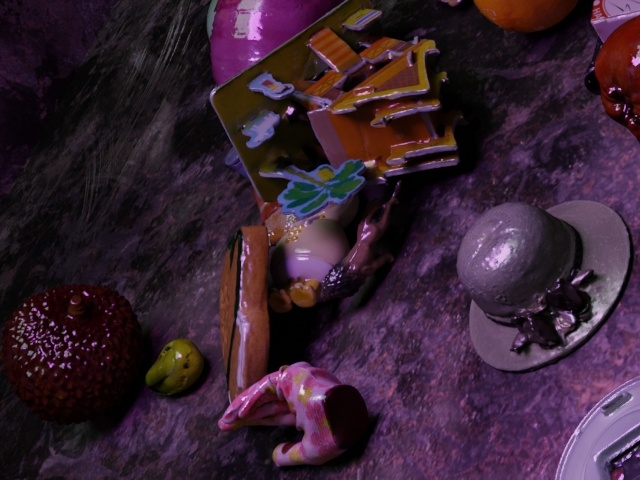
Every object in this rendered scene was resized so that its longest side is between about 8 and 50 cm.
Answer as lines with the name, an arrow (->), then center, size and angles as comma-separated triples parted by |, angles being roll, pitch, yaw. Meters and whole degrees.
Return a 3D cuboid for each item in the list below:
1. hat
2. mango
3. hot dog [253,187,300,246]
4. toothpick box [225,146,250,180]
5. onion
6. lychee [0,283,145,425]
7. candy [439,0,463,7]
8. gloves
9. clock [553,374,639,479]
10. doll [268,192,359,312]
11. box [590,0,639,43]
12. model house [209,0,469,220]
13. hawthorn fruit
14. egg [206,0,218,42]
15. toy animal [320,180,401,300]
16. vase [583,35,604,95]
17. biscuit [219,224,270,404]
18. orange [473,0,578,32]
hat -> 0.249, 0.028, 1.475 | 0.257, 0.130, 0.257 | -37, 34, 31
mango -> -0.260, 0.229, 2.083 | 0.165, 0.074, 0.091 | -33, 40, 56
hot dog -> -0.058, -0.078, 2.075 | 0.123, 0.093, 0.261 | -50, 44, 43
toothpick box -> -0.140, -0.148, 2.280 | 0.052, 0.083, 0.052 | -37, 34, 30
onion -> -0.029, -0.348, 2.060 | 0.345, 0.358, 0.358 | 7, 66, 53
lychee -> -0.465, 0.215, 2.210 | 0.275, 0.276, 0.304 | -89, 12, -46
candy -> 0.271, -0.543, 2.075 | 0.271, 0.101, 0.143 | -61, 34, 2
gloves -> -0.041, 0.249, 1.682 | 0.241, 0.145, 0.126 | 2, 52, 52
clock -> 0.337, 0.242, 1.198 | 0.244, 0.056, 0.244 | -36, 35, 30
doll -> -0.008, -0.008, 1.903 | 0.141, 0.117, 0.296 | -20, 44, 37
box -> 0.501, -0.430, 1.597 | 0.214, 0.069, 0.353 | -8, 53, 35
model house -> 0.051, -0.193, 1.804 | 0.358, 0.242, 0.313 | -34, 29, -17
hawthorn fruit -> 0.440, -0.213, 1.403 | 0.202, 0.185, 0.185 | -39, 29, -2
egg -> -0.114, -0.469, 2.433 | 0.270, 0.220, 0.220 | -33, 36, 33
toy animal -> 0.077, 0.006, 1.796 | 0.069, 0.086, 0.219 | 22, 81, 35
vase -> 0.408, -0.285, 1.636 | 0.059, 0.059, 0.167 | -21, 43, 45
biscuit -> -0.126, 0.107, 1.872 | 0.343, 0.057, 0.287 | -102, 17, -52
orange -> 0.319, -0.405, 1.788 | 0.178, 0.155, 0.177 | -3, 70, 8
